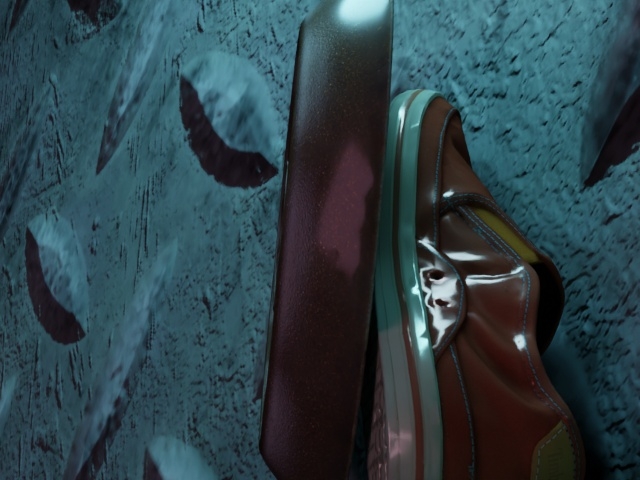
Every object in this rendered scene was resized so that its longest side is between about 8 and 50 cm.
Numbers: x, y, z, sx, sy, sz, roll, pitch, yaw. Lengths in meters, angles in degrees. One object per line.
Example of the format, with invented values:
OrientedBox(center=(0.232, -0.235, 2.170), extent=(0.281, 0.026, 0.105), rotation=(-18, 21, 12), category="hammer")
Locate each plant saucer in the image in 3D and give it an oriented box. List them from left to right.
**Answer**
OrientedBox(center=(0.000, 0.000, 0.901), extent=(0.310, 0.050, 0.310), rotation=(-175, 90, -87), category="plant saucer")

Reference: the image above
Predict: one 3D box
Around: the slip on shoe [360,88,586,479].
OrientedBox(center=(0.073, 0.029, 0.848), extent=(0.331, 0.101, 0.123), rotation=(-92, 4, -57), category="slip on shoe")
